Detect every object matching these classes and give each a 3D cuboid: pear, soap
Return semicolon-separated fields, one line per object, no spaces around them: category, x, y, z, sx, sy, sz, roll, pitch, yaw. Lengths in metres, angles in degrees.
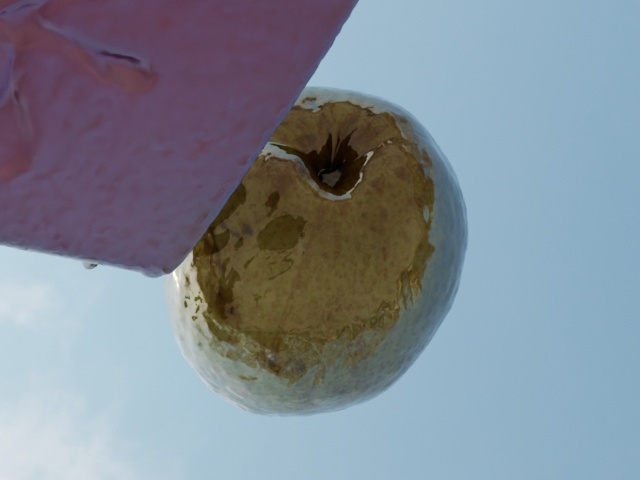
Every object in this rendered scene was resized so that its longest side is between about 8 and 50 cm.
pear;0.000;0.000;0.674;0.188;0.211;0.228;26;-122;-1
soap;-0.127;-0.091;0.326;0.181;0.259;0.081;-53;-137;27

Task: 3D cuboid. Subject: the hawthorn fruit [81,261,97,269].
hawthorn fruit;-0.280;-0.117;0.577;0.231;0.263;0.235;-17;-132;14
